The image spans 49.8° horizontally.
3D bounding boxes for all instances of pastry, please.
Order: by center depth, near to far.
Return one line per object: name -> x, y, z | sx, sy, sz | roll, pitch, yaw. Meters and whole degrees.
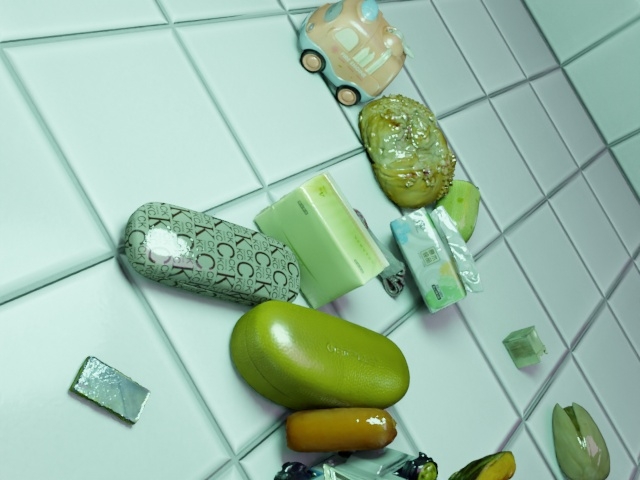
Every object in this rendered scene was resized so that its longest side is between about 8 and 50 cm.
pastry -> 0.228, -0.237, 1.751 | 0.255, 0.162, 0.310 | -11, 76, -49

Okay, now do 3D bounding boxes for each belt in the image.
belt -> 0.123, 0.023, 1.560 | 0.232, 0.071, 0.053 | 51, 24, -13

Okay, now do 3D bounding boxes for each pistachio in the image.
pistachio -> 0.663, 0.523, 1.774 | 0.136, 0.136, 0.226 | 21, 46, -36

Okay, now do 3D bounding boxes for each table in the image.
table -> 0.541, 0.281, 1.818 | 0.062, 0.079, 0.083 | -26, 89, -47

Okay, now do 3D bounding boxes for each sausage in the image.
sausage -> 0.035, 0.329, 1.202 | 0.076, 0.198, 0.076 | -4, 90, -85

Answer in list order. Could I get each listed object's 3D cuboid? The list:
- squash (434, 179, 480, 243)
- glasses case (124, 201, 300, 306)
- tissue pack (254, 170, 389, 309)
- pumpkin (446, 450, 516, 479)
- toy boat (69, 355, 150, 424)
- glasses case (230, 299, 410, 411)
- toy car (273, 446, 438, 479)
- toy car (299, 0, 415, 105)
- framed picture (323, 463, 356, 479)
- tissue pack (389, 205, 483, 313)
squash -> 0.346, -0.056, 1.799 | 0.123, 0.123, 0.186 | 37, 51, -23
glasses case -> -0.182, 0.033, 1.239 | 0.355, 0.085, 0.137 | 19, 56, -36
tissue pack -> 0.000, 0.000, 1.383 | 0.234, 0.159, 0.125 | 58, 41, -3
pumpkin -> 0.223, 0.526, 1.244 | 0.095, 0.258, 0.290 | 37, 39, 8
toy boat -> -0.317, 0.227, 1.045 | 0.115, 0.016, 0.063 | 39, 44, -23
glasses case -> 0.017, 0.230, 1.281 | 0.371, 0.141, 0.173 | 23, 53, -34
toy car -> 0.060, 0.451, 1.177 | 0.314, 0.198, 0.165 | -12, 100, -46
toy car -> 0.093, -0.489, 1.721 | 0.270, 0.212, 0.180 | 41, 45, -20
framed picture -> 0.110, 0.467, 0.981 | 0.296, 0.019, 0.232 | 41, 27, -37
tissue pack -> 0.274, 0.040, 1.609 | 0.229, 0.145, 0.159 | 66, 8, 9
